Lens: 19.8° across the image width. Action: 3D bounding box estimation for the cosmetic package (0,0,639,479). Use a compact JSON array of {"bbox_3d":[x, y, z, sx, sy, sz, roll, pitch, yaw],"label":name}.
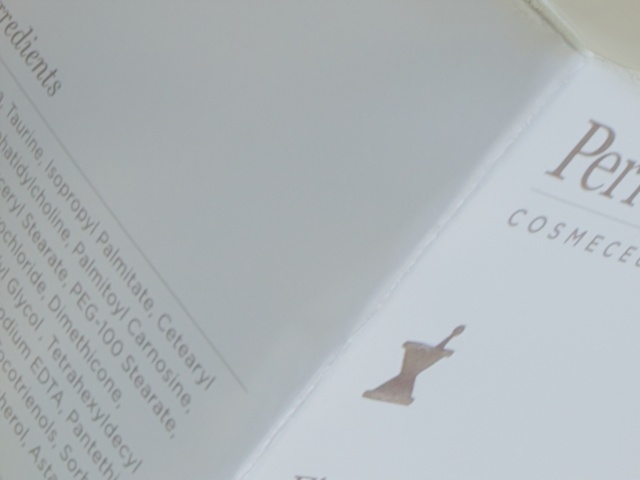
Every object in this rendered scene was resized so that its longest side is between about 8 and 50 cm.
[{"bbox_3d":[0.000,0.000,0.906,0.329,0.327,0.394,14,120,-49],"label":"cosmetic package"}]
